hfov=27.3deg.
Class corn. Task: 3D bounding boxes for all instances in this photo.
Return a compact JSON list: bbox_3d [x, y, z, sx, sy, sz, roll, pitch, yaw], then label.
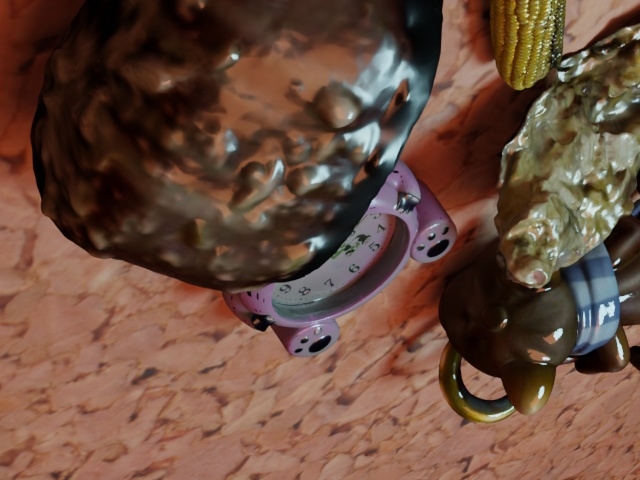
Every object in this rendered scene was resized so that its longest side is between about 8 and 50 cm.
[{"bbox_3d":[0.191,-0.213,1.217,0.072,0.072,0.203,-29,150,-10],"label":"corn"}]

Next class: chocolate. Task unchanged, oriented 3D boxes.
[{"bbox_3d":[-0.084,-0.113,0.954,0.210,0.225,0.340,9,126,-40],"label":"chocolate"}]

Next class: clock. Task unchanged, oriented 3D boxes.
[{"bbox_3d":[0.000,0.000,1.315,0.227,0.090,0.248,-40,148,9],"label":"clock"}]

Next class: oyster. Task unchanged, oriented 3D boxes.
[{"bbox_3d":[0.279,-0.082,1.400,0.351,0.115,0.238,-50,148,-31],"label":"oyster"}]

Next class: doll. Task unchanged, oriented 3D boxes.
[{"bbox_3d":[0.307,0.072,1.635,0.340,0.209,0.317,-17,114,-30],"label":"doll"}]
